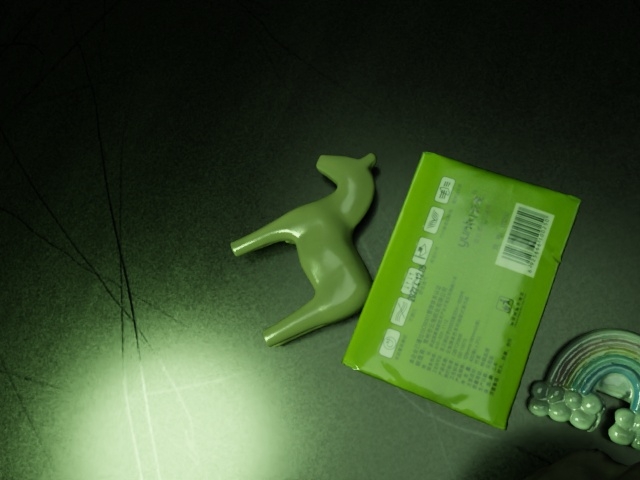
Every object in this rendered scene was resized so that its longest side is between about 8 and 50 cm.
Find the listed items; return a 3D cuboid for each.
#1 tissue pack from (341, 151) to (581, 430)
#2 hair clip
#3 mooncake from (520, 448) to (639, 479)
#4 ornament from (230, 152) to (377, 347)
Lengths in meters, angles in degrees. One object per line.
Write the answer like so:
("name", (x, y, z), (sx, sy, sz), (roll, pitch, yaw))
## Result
("tissue pack", (0.173, 0.063, 0.741), (0.200, 0.167, 0.274), (20, 83, 15))
("hair clip", (0.386, 0.186, 0.743), (0.220, 0.054, 0.140), (18, 88, 17))
("mooncake", (0.303, 0.388, 0.552), (0.212, 0.381, 0.350), (-16, 88, -36))
("ornament", (0.000, 0.000, 0.839), (0.245, 0.061, 0.230), (-25, 73, 5))
